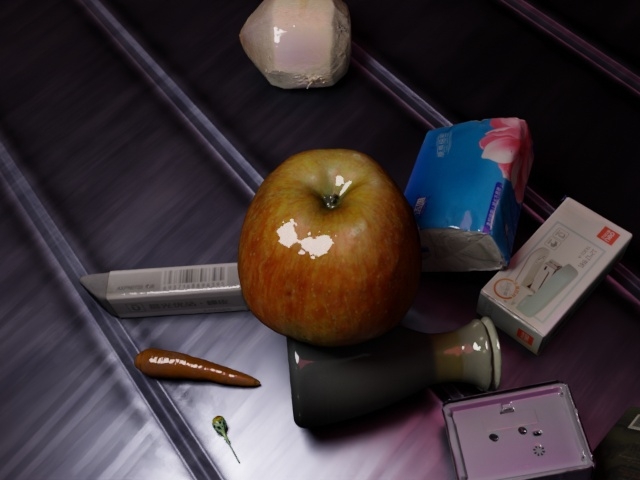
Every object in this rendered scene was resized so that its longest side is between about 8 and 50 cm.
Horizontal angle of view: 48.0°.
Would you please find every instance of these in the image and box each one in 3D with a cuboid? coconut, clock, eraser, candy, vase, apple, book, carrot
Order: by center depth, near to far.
[{"bbox_3d":[0.436,0.328,1.013,0.228,0.160,0.024,-42,102,-20],"label":"book"},{"bbox_3d":[0.288,0.298,1.057,0.194,0.073,0.144,-13,49,8],"label":"clock"},{"bbox_3d":[0.013,-0.002,1.060,0.278,0.249,0.309,-6,27,-22],"label":"apple"},{"bbox_3d":[0.110,0.188,1.123,0.322,0.173,0.173,-6,56,-3],"label":"vase"},{"bbox_3d":[-0.148,0.317,1.145,0.023,0.025,0.083,-25,69,-24],"label":"candy"},{"bbox_3d":[-0.205,0.217,1.203,0.216,0.048,0.048,9,58,5],"label":"carrot"},{"bbox_3d":[-0.246,0.087,1.262,0.352,0.089,0.061,-5,59,3],"label":"eraser"},{"bbox_3d":[-0.052,-0.423,1.515,0.234,0.224,0.224,-9,56,-2],"label":"coconut"}]

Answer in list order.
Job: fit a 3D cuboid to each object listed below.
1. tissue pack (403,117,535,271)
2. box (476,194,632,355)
[{"bbox_3d":[0.247,-0.082,1.267,0.209,0.137,0.269,-4,51,38],"label":"tissue pack"},{"bbox_3d":[0.398,0.054,1.229,0.135,0.079,0.269,38,68,26],"label":"box"}]
